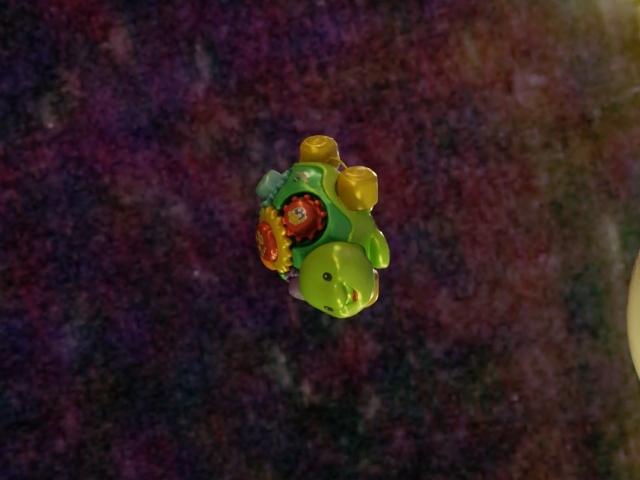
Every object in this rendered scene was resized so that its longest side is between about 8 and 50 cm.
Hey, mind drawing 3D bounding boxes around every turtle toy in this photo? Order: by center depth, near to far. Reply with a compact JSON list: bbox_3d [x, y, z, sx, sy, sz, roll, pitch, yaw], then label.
[{"bbox_3d":[0.000,0.000,0.729,0.130,0.066,0.095,44,-36,51],"label":"turtle toy"}]

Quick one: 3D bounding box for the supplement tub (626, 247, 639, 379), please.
[{"bbox_3d":[0.294,0.072,0.583,0.272,0.191,0.191,38,38,-32],"label":"supplement tub"}]
